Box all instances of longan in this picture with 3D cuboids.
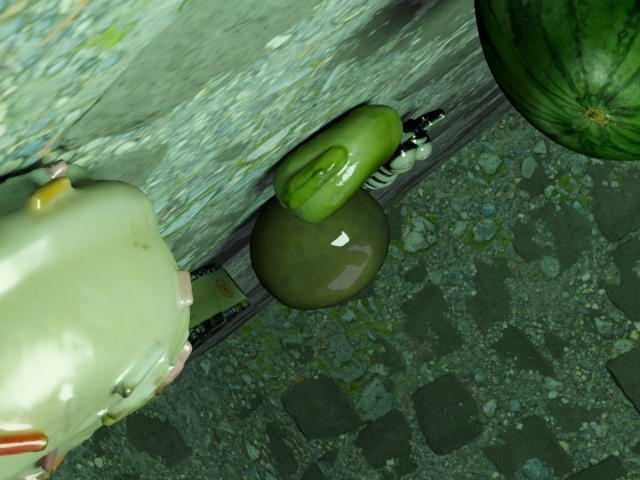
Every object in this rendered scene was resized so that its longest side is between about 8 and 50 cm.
[{"bbox_3d":[0.000,0.000,1.443,0.189,0.189,0.189,-37,176,-3],"label":"longan"}]

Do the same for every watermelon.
[{"bbox_3d":[0.226,-0.178,0.795,0.242,0.242,0.242,-37,176,-3],"label":"watermelon"}]

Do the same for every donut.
[{"bbox_3d":[-0.238,0.109,0.679,0.382,0.142,0.382,-36,176,-3],"label":"donut"}]

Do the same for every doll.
[{"bbox_3d":[0.106,-0.124,1.651,0.091,0.067,0.219,-23,168,-30],"label":"doll"}]

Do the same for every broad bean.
[{"bbox_3d":[0.020,-0.090,1.225,0.174,0.082,0.124,-47,-178,-28],"label":"broad bean"}]

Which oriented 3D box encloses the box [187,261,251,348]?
[{"bbox_3d":[-0.244,0.144,1.505,0.198,0.084,0.310,-39,176,23],"label":"box"}]
